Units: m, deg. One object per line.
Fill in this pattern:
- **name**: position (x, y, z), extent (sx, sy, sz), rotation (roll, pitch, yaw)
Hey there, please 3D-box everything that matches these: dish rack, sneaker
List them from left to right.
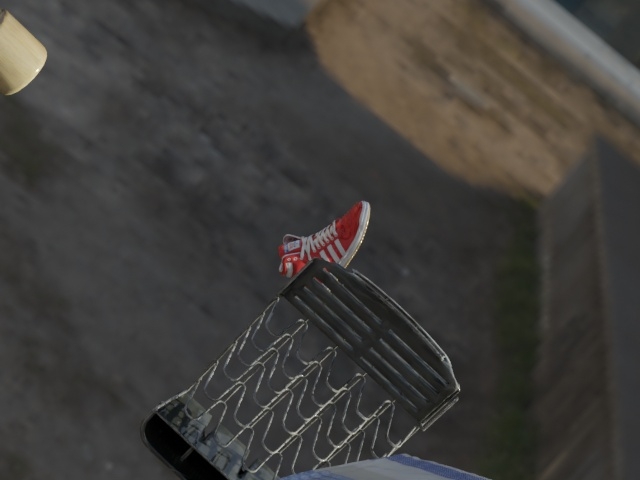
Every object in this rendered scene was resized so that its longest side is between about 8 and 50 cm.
- **dish rack**: position (-0.013, 0.155, 1.692), extent (0.208, 0.271, 0.074), rotation (42, 29, -4)
- **sneaker**: position (0.000, 0.000, 1.832), extent (0.067, 0.118, 0.042), rotation (23, 31, -12)

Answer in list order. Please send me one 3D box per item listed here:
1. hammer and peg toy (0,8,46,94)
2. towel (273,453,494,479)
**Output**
- **hammer and peg toy**: position (-0.241, -0.321, 1.673), extent (0.127, 0.361, 0.266), rotation (45, -10, -35)
- **towel**: position (-0.012, 0.222, 1.447), extent (0.285, 0.034, 0.209), rotation (-10, 5, -25)
